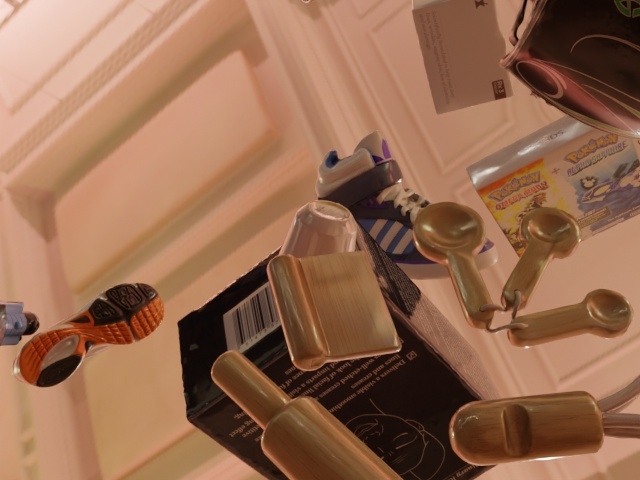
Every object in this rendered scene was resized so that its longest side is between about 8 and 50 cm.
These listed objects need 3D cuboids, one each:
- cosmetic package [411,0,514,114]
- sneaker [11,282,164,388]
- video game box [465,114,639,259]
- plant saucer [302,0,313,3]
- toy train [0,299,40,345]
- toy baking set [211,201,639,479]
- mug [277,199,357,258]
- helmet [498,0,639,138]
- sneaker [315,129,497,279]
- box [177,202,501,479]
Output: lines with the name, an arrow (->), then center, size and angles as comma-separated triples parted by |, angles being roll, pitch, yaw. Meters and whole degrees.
cosmetic package -> 0.269, -0.424, 1.688 | 0.156, 0.217, 0.385 | -11, -153, 13
sneaker -> -0.374, 0.145, 1.373 | 0.121, 0.262, 0.099 | -16, -81, 52
video game box -> 0.304, -0.069, 1.042 | 0.205, 0.187, 0.048 | -28, -135, 15
plant saucer -> -0.001, -0.463, 1.092 | 0.044, 0.317, 0.317 | -3, -118, -9
toy train -> -0.486, 0.119, 1.253 | 0.105, 0.184, 0.080 | 6, -94, 17
toy baking set -> 0.085, 0.064, 0.354 | 0.197, 0.030, 0.256 | -32, -124, -24
mug -> -0.003, 0.001, 0.668 | 0.078, 0.062, 0.064 | -120, -142, -55
helmet -> 0.218, -0.145, 0.574 | 0.162, 0.169, 0.169 | 21, -97, 1
sneaker -> 0.134, -0.067, 1.464 | 0.323, 0.130, 0.236 | 3, -72, 31
box -> 0.044, 0.200, 1.211 | 0.294, 0.395, 0.212 | -36, -147, 12
